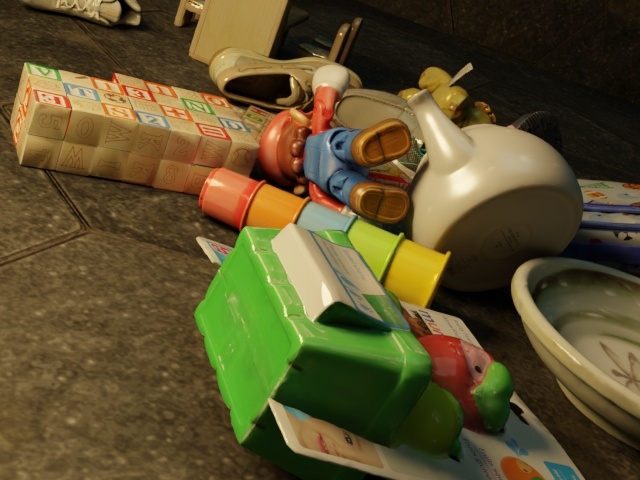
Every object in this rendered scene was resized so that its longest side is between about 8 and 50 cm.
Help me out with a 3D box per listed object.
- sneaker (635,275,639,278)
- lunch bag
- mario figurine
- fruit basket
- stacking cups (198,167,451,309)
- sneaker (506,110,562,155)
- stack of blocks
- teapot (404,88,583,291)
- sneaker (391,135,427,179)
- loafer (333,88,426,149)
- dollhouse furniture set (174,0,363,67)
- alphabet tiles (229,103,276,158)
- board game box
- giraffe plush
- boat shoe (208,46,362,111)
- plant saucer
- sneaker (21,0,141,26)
[{"bbox_3d":[0.557,0.052,1.518,0.086,0.085,0.237,8,17,29],"label":"sneaker"},{"bbox_3d":[0.465,-0.021,1.425,0.303,0.115,0.243,4,17,17],"label":"lunch bag"},{"bbox_3d":[0.041,-0.124,1.263,0.170,0.198,0.320,34,-2,-30],"label":"mario figurine"},{"bbox_3d":[0.075,0.111,0.837,0.353,0.166,0.327,14,24,-27],"label":"fruit basket"},{"bbox_3d":[0.000,0.000,1.125,0.316,0.096,0.096,22,22,11],"label":"stacking cups"},{"bbox_3d":[0.290,-0.127,1.502,0.131,0.112,0.319,-11,16,46],"label":"sneaker"},{"bbox_3d":[-0.251,-0.150,1.205,0.297,0.087,0.171,8,27,-30],"label":"stack of blocks"},{"bbox_3d":[0.219,-0.064,1.221,0.252,0.256,0.187,-2,48,-20],"label":"teapot"},{"bbox_3d":[0.194,-0.119,1.531,0.166,0.076,0.065,27,16,-23],"label":"sneaker"},{"bbox_3d":[0.167,-0.190,1.640,0.319,0.112,0.111,20,15,-7],"label":"loafer"},{"bbox_3d":[-0.108,-0.505,1.895,0.362,0.257,0.394,24,23,4],"label":"dollhouse furniture set"},{"bbox_3d":[-0.083,-0.174,1.512,0.198,0.009,0.237,21,23,-3],"label":"alphabet tiles"},{"bbox_3d":[0.046,-0.129,1.466,0.146,0.045,0.193,5,31,-42],"label":"board game box"},{"bbox_3d":[0.268,-0.241,1.798,0.170,0.210,0.181,37,47,-30],"label":"giraffe plush"},{"bbox_3d":[-0.053,-0.277,1.650,0.302,0.109,0.098,7,36,-27],"label":"boat shoe"},{"bbox_3d":[0.402,0.163,1.092,0.400,0.101,0.400,18,24,-8],"label":"plant saucer"},{"bbox_3d":[-0.444,-0.460,1.706,0.121,0.099,0.262,38,29,24],"label":"sneaker"}]
